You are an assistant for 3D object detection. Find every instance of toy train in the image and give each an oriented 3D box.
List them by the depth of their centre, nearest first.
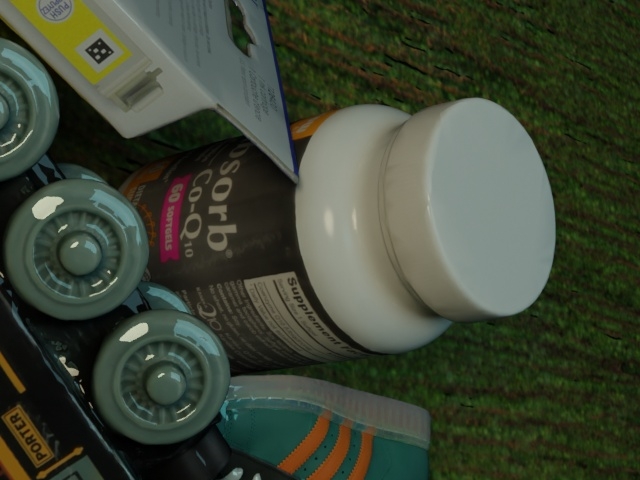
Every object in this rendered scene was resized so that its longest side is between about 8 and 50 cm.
[{"bbox_3d":[-0.188,0.030,0.792,0.190,0.142,0.334,-34,107,-9],"label":"toy train"}]

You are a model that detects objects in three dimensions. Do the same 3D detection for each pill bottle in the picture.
[{"bbox_3d":[0.000,0.000,0.922,0.162,0.278,0.162,15,70,-46],"label":"pill bottle"}]

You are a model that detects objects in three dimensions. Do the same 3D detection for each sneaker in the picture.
[{"bbox_3d":[-0.020,0.165,0.991,0.302,0.108,0.121,16,65,-47],"label":"sneaker"}]

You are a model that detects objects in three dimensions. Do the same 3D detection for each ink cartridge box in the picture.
[{"bbox_3d":[-0.142,-0.194,0.866,0.307,0.072,0.304,49,16,-30],"label":"ink cartridge box"}]
